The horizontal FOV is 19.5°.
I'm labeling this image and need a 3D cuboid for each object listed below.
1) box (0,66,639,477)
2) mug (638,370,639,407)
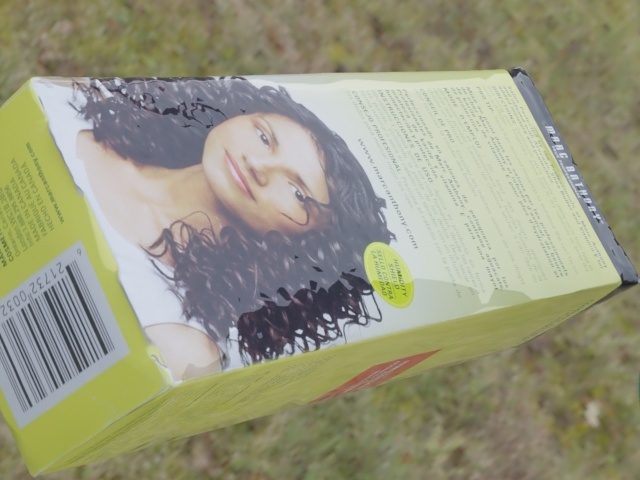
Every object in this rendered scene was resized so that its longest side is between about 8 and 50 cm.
[{"bbox_3d":[0.000,0.000,0.531,0.232,0.058,0.087,-10,69,-54],"label":"box"},{"bbox_3d":[0.144,-0.012,0.505,0.129,0.158,0.097,49,34,-44],"label":"mug"}]
